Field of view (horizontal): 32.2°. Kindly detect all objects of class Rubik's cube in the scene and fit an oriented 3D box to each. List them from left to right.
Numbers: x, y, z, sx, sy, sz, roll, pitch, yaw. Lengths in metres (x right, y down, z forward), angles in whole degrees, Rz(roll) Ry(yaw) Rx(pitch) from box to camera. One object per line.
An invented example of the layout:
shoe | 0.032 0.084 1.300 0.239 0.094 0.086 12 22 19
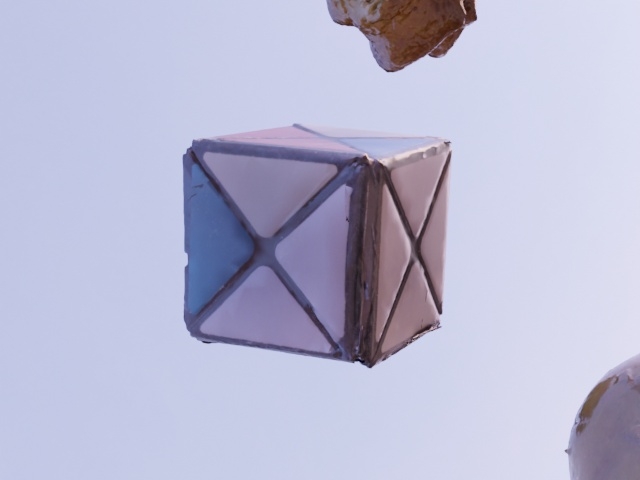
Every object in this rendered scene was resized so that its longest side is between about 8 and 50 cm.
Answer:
Rubik's cube | 0.000 0.000 1.624 0.305 0.307 0.310 -21 -66 -61

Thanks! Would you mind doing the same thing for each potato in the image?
potato | 0.334 0.191 1.053 0.116 0.239 0.299 49 -136 -26

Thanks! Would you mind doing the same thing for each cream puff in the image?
cream puff | 0.080 -0.323 1.171 0.269 0.155 0.241 51 -130 -41
